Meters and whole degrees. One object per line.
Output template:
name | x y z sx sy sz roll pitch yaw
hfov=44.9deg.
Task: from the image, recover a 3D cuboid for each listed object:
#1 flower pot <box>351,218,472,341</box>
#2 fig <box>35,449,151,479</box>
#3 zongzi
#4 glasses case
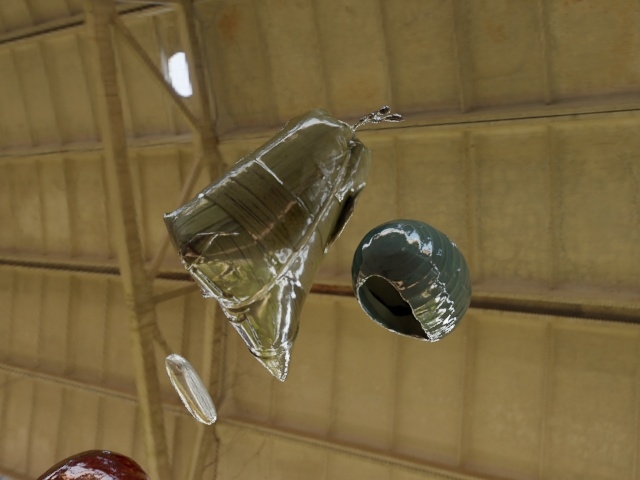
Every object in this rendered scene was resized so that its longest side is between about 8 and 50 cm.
flower pot | 0.152 0.066 1.279 0.189 0.243 0.157 16 -113 35
fig | -0.272 0.321 0.815 0.175 0.207 0.175 16 -68 47
zongzi | -0.011 -0.009 1.565 0.218 0.500 0.467 40 -14 46
glasses case | -0.302 0.348 1.807 0.081 0.051 0.204 11 -48 48
